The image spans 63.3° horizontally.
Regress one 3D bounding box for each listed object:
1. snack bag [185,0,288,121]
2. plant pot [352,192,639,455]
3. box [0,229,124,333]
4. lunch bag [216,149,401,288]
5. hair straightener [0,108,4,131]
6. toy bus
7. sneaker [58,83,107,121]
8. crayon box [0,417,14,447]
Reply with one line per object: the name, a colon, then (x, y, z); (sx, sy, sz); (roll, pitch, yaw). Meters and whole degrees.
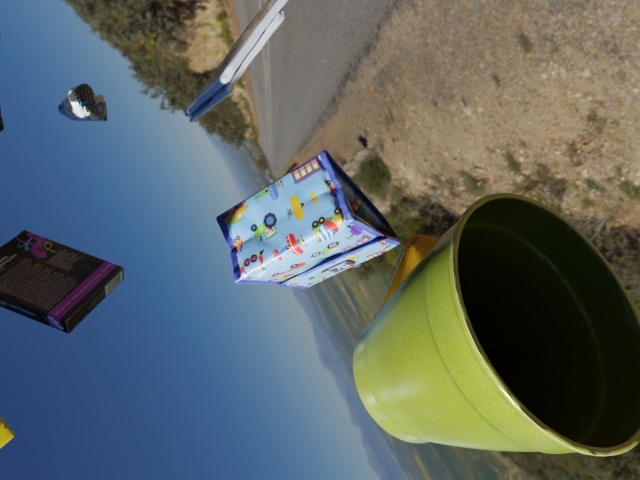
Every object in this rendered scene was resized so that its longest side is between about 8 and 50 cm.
snack bag: (-0.130, -0.389, 0.999); (0.037, 0.342, 0.323); (36, 167, -22)
plant pot: (0.238, 0.170, 0.827); (0.353, 0.367, 0.366); (-43, 71, 49)
box: (-0.366, 0.050, 0.689); (0.116, 0.162, 0.029); (-60, -13, -51)
lunch bag: (0.000, 0.000, 0.932); (0.293, 0.221, 0.138); (30, -144, -59)
hair straightener: (-0.377, -0.191, 0.528); (0.089, 0.047, 0.230); (15, -116, -63)
toy bus: (0.192, 0.129, 1.136); (0.108, 0.332, 0.130); (23, 153, 8)
sneaker: (-0.491, -0.269, 1.050); (0.191, 0.083, 0.071); (-159, 63, -77)
crayon box: (-0.982, 0.507, 1.240); (0.106, 0.363, 0.313); (25, 138, 25)
